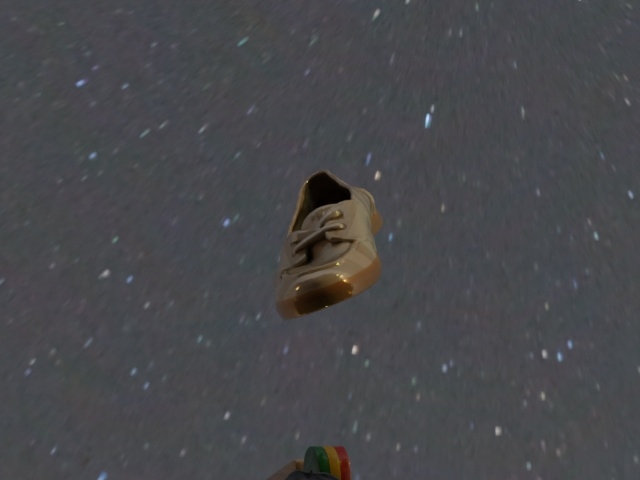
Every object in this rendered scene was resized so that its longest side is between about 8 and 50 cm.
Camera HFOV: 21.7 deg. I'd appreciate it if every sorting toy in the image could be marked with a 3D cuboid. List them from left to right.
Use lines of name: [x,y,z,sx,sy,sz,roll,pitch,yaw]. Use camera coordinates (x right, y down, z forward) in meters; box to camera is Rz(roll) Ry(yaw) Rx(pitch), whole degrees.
sorting toy: [-0.013,0.248,1.299,0.046,0.274,0.132,1,-108,-17]

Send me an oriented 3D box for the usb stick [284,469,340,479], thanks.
usb stick: [0.080,0.224,0.916,0.278,0.045,0.077,31,-101,20]

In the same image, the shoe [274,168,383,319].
shoe: [0.000,0.000,1.134,0.076,0.219,0.058,-25,-79,10]
